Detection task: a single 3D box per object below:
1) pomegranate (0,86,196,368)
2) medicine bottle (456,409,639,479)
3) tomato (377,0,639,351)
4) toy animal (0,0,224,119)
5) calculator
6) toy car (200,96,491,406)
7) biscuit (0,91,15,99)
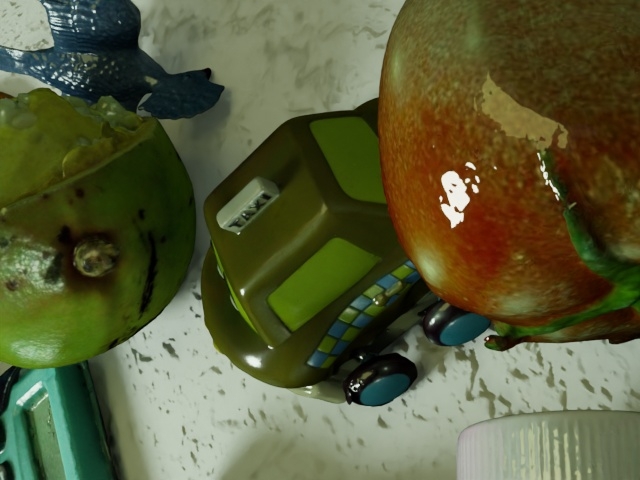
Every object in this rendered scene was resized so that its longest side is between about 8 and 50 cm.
[{"bbox_3d":[-0.248,-0.016,1.198,0.340,0.260,0.261,-160,91,-75],"label":"pomegranate"},{"bbox_3d":[0.159,0.248,0.772,0.165,0.165,0.274,-13,66,39],"label":"medicine bottle"},{"bbox_3d":[0.182,-0.074,0.776,0.303,0.303,0.239,-26,64,34],"label":"tomato"},{"bbox_3d":[-0.221,-0.172,1.274,0.255,0.239,0.176,-4,32,0],"label":"toy animal"},{"bbox_3d":[-0.300,0.260,1.258,0.274,0.058,0.248,-40,51,27],"label":"calculator"},{"bbox_3d":[0.000,0.000,0.978,0.248,0.198,0.204,-43,52,24],"label":"toy car"},{"bbox_3d":[-0.376,-0.068,1.461,0.176,0.031,0.229,-41,52,23],"label":"biscuit"}]
